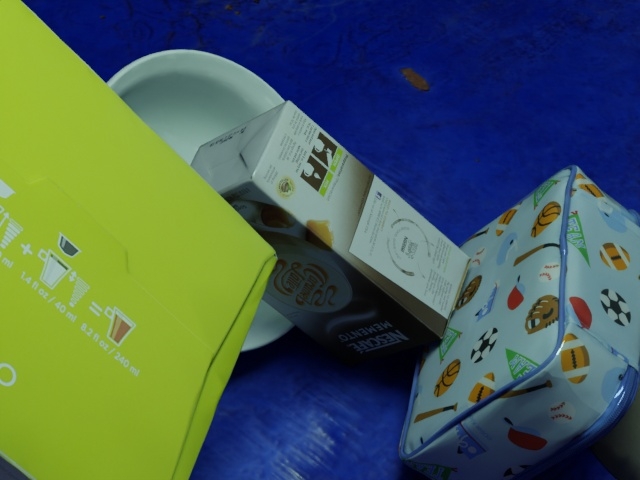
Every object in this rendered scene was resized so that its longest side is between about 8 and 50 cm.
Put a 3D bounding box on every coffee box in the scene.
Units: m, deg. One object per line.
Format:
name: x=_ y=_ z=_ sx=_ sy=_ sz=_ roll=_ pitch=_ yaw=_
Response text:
coffee box: x=0.000 y=0.000 z=1.365 sx=0.246 sy=0.141 sz=0.098 roll=39 pitch=54 yaw=-24
coffee box: x=-0.292 y=0.072 z=1.114 sx=0.337 sy=0.334 sz=0.338 roll=45 pitch=39 yaw=-21

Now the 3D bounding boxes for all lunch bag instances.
lunch bag: x=0.181 y=0.085 z=1.346 sx=0.115 sy=0.243 sz=0.303 roll=36 pitch=39 yaw=-15

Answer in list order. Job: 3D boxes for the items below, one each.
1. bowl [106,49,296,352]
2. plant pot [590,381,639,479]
bowl: x=-0.141 y=-0.026 z=1.437 sx=0.298 sy=0.134 sz=0.297 roll=13 pitch=69 yaw=-37
plant pot: x=0.383 y=0.072 z=1.342 sx=0.257 sy=0.274 sz=0.256 roll=3 pitch=42 yaw=-3
